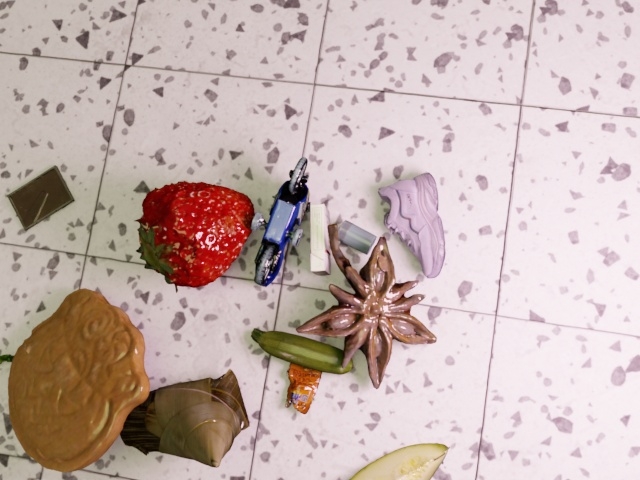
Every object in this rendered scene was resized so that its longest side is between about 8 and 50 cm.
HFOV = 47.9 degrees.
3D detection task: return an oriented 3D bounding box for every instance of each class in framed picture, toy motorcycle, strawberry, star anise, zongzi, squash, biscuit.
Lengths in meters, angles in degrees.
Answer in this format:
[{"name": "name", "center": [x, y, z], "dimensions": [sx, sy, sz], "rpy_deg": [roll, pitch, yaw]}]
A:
[{"name": "framed picture", "center": [-0.707, -0.108, 1.821], "dimensions": [0.149, 0.011, 0.109], "rpy_deg": [-31, 77, 2]}, {"name": "toy motorcycle", "center": [-0.086, -0.039, 1.656], "dimensions": [0.113, 0.169, 0.316], "rpy_deg": [21, 93, 3]}, {"name": "strawberry", "center": [-0.278, -0.031, 1.647], "dimensions": [0.276, 0.257, 0.257], "rpy_deg": [-32, 75, -32]}, {"name": "star anise", "center": [0.106, 0.146, 1.602], "dimensions": [0.349, 0.109, 0.293], "rpy_deg": [34, 76, -10]}, {"name": "zongzi", "center": [-0.319, 0.413, 1.531], "dimensions": [0.289, 0.317, 0.154], "rpy_deg": [-14, 100, 6]}, {"name": "squash", "center": [0.142, 0.502, 1.552], "dimensions": [0.169, 0.093, 0.252], "rpy_deg": [37, 87, -33]}, {"name": "squash", "center": [-0.046, 0.252, 1.641], "dimensions": [0.251, 0.066, 0.066], "rpy_deg": [14, 83, 11]}, {"name": "biscuit", "center": [-0.561, 0.313, 1.637], "dimensions": [0.365, 0.062, 0.385], "rpy_deg": [-46, 56, -1]}]

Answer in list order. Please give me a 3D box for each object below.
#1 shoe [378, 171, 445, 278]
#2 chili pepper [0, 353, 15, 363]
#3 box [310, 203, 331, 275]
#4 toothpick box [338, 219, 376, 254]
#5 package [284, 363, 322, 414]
[{"name": "shoe", "center": [0.210, -0.031, 1.645], "dimensions": [0.137, 0.095, 0.245], "rpy_deg": [-8, 76, 10]}, {"name": "chili pepper", "center": [-0.771, 0.292, 1.759], "dimensions": [0.083, 0.022, 0.027], "rpy_deg": [-16, 45, 6]}, {"name": "box", "center": [0.001, 0.000, 1.668], "dimensions": [0.040, 0.084, 0.155], "rpy_deg": [-1, 80, 7]}, {"name": "toothpick box", "center": [0.083, -0.007, 1.674], "dimensions": [0.083, 0.052, 0.052], "rpy_deg": [28, 85, 10]}, {"name": "package", "center": [-0.045, 0.335, 1.644], "dimensions": [0.077, 0.033, 0.111], "rpy_deg": [11, 77, 19]}]
